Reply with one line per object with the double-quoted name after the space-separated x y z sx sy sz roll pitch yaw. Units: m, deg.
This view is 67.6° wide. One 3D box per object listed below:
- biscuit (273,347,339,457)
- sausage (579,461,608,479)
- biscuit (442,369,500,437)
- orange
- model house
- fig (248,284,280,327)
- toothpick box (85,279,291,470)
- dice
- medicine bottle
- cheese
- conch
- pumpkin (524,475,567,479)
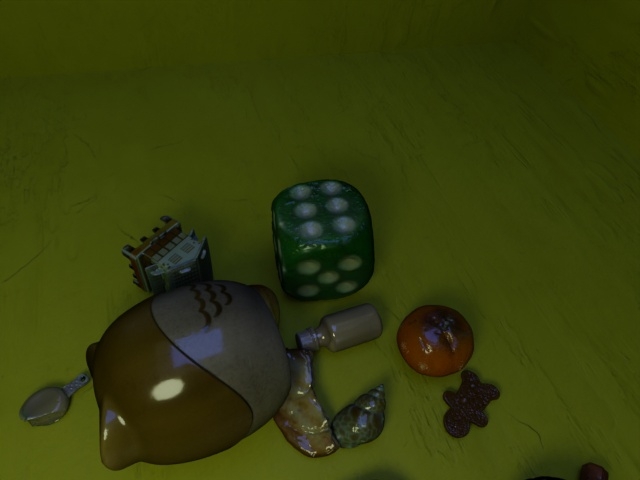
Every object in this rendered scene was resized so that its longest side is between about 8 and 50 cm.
-0.061 0.436 1.286 0.154 0.045 0.299 -20 61 4 "biscuit"
0.685 0.656 1.209 0.065 0.065 0.169 26 52 14 "sausage"
0.412 0.469 1.352 0.138 0.031 0.205 32 53 19 "biscuit"
0.338 0.291 1.402 0.224 0.170 0.224 3 48 -4 "orange"
-0.442 0.072 1.448 0.215 0.224 0.198 28 51 16 "model house"
-0.161 0.246 1.414 0.159 0.159 0.257 -36 83 -31 "fig"
-0.319 0.318 1.150 0.426 0.408 0.408 -17 54 -22 "toothpick box"
0.000 0.000 1.521 0.287 0.300 0.297 -6 51 -10 "dice"
0.052 0.270 1.418 0.253 0.114 0.114 -15 53 -19 "medicine bottle"
-0.683 0.416 1.241 0.171 0.047 0.092 -20 56 -23 "cheese"
0.106 0.476 1.263 0.173 0.105 0.116 -16 34 -3 "conch"
0.526 0.668 1.098 0.250 0.216 0.249 1 82 -7 "pumpkin"
